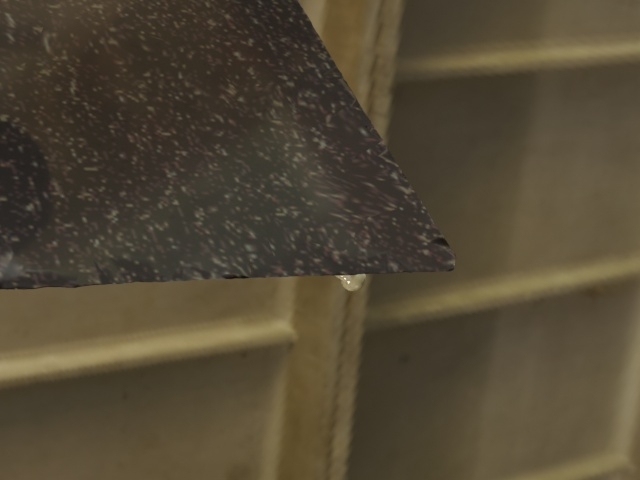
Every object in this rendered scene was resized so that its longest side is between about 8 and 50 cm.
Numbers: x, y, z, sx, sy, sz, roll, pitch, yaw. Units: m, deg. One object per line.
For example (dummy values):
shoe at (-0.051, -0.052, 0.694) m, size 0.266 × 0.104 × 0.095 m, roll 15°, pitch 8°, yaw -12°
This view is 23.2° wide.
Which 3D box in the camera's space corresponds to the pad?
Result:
pad at (-0.094, -0.098, 0.709) m, size 0.220 × 0.330 × 0.004 m, roll -1°, pitch -45°, yaw -31°

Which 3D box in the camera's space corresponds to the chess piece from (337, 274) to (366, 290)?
chess piece at (0.000, 0.000, 1.045) m, size 0.092 × 0.035 × 0.035 m, roll 48°, pitch -112°, yaw -27°
